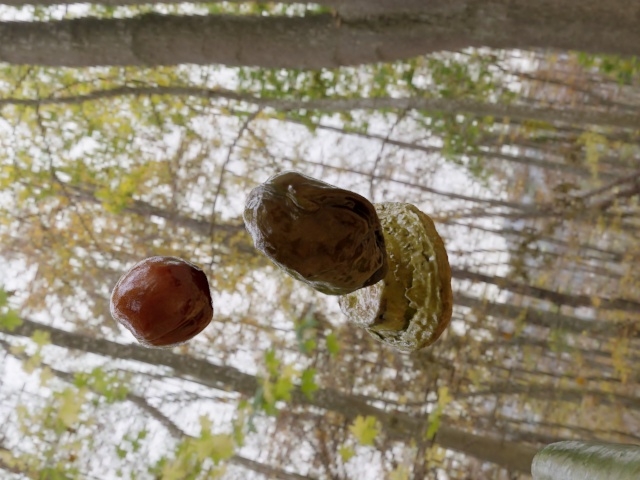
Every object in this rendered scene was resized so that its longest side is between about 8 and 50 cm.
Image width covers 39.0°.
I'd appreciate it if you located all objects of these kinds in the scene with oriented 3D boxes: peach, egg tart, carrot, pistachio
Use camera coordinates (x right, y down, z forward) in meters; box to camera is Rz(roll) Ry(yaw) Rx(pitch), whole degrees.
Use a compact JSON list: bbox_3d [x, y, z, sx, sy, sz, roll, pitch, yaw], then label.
[{"bbox_3d":[-0.159,0.060,0.923,0.101,0.101,0.100,14,-90,-77],"label":"peach"},{"bbox_3d":[0.110,0.067,1.578,0.123,0.294,0.294,-9,-61,-32],"label":"egg tart"},{"bbox_3d":[0.209,0.177,0.643,0.358,0.074,0.074,92,-166,-79],"label":"carrot"},{"bbox_3d":[0.000,0.000,1.080,0.210,0.165,0.130,35,-132,-32],"label":"pistachio"}]
